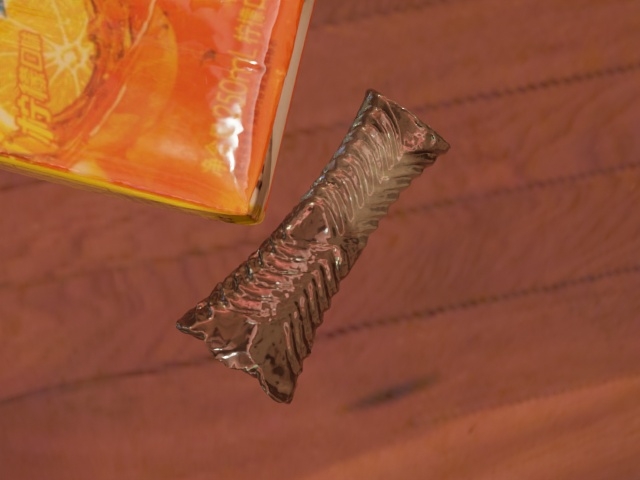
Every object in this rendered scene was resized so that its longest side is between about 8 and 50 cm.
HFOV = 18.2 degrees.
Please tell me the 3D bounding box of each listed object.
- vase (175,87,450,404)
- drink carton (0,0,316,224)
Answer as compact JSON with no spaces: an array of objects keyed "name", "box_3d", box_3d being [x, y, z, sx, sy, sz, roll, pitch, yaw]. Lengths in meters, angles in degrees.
[{"name":"vase","box_3d":[0.000,0.000,1.532,0.115,0.115,0.237,35,89,9]},{"name":"drink carton","box_3d":[-0.181,-0.121,0.929,0.351,0.111,0.155,14,88,2]}]
